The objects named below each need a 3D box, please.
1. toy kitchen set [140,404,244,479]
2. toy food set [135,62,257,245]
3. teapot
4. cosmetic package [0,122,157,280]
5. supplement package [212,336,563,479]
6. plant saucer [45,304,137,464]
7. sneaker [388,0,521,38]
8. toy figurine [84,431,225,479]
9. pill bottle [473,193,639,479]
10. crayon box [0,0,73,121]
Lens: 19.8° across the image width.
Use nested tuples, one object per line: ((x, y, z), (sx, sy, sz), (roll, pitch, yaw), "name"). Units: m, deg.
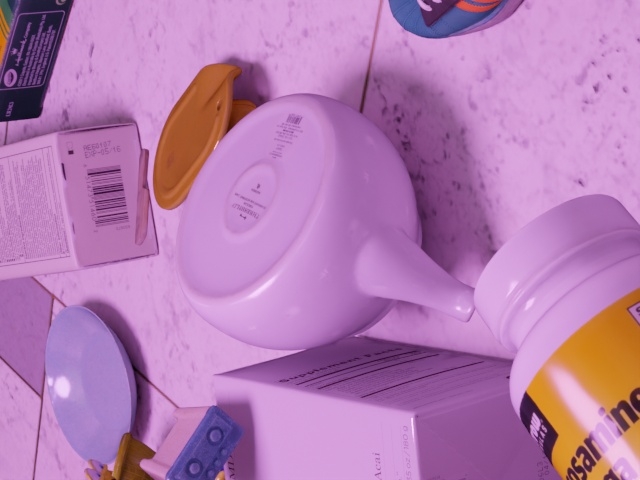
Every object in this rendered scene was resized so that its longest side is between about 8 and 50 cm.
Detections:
((-0.072, 0.274, 1.640), (0.207, 0.166, 0.122), (45, 156, -28), "toy kitchen set")
((-0.117, -0.091, 1.903), (0.218, 0.071, 0.128), (-46, 38, 45), "toy food set")
((0.000, 0.000, 1.678), (0.252, 0.187, 0.256), (-35, 42, 31), "teapot")
((-0.327, -0.038, 2.144), (0.309, 0.113, 0.160), (-6, 94, 54), "cosmetic package")
((0.061, 0.200, 1.638), (0.293, 0.175, 0.177), (4, 104, 53), "supplement package")
((-0.263, 0.169, 2.172), (0.195, 0.037, 0.195), (18, 113, 49), "plant saucer")
((0.130, -0.246, 1.486), (0.302, 0.121, 0.108), (-29, 75, 52), "sneaker")
((-0.128, 0.314, 1.894), (0.362, 0.217, 0.191), (-86, -6, -84), "toy figurine")
((0.260, 0.131, 1.351), (0.334, 0.188, 0.188), (55, 137, 29), "pill bottle")
((-0.426, -0.321, 2.228), (0.323, 0.083, 0.203), (52, 135, 32), "crayon box")
